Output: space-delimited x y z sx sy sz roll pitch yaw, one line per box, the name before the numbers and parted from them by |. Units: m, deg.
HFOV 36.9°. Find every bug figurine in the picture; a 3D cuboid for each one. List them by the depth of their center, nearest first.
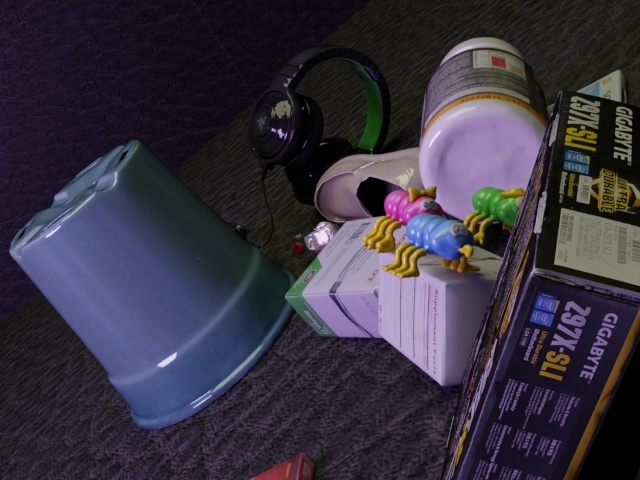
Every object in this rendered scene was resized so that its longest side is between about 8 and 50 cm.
bug figurine | 0.171 -0.019 0.969 0.279 0.072 0.216 -6 12 -26

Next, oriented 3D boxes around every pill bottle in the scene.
pill bottle | 0.210 -0.152 1.227 0.162 0.162 0.278 -31 22 24

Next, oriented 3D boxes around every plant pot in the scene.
plant pot | -0.265 0.050 1.465 0.341 0.334 0.341 -34 21 15

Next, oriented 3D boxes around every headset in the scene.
headset | -0.045 -0.157 1.649 0.185 0.243 0.394 22 72 49

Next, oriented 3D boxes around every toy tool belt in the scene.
toy tool belt | 0.000 0.000 1.534 0.083 0.052 0.051 -27 -8 24

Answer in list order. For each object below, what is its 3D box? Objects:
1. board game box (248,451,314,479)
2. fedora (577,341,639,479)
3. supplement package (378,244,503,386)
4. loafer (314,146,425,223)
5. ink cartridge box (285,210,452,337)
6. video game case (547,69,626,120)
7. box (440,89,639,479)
board game box | -0.082 0.342 0.959 0.145 0.027 0.281 -31 21 20
fedora | 0.244 0.129 0.571 0.334 0.152 0.334 16 -90 -81
supplement package | 0.137 0.068 0.986 0.105 0.105 0.179 -4 12 -17
loafer | 0.076 -0.076 1.468 0.268 0.102 0.092 -15 25 48
ink cartridge box | 0.074 0.045 1.230 0.153 0.087 0.208 -49 21 -25
video game case | 0.309 -0.132 1.285 0.212 0.023 0.193 -27 23 31
box | 0.157 0.085 0.709 0.257 0.079 0.322 -66 -11 -55
